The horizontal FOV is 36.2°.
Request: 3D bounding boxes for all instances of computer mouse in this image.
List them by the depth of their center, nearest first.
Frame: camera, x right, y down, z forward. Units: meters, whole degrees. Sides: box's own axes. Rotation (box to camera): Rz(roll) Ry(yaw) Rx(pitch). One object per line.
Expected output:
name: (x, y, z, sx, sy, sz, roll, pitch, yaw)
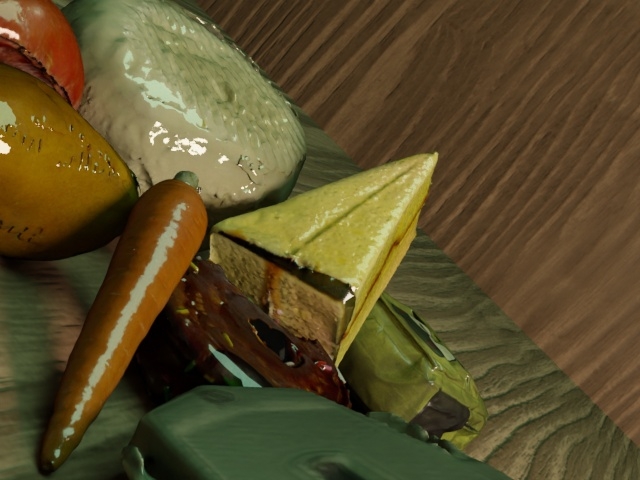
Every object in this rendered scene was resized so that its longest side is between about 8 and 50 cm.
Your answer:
computer mouse: (0.018, 0.217, 0.620, 0.228, 0.146, 0.429, 1, 11, -36)

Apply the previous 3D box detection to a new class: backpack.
backpack: (0.103, 0.172, 1.203, 0.207, 0.140, 0.253, 52, 9, 37)

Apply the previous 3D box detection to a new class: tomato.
tomato: (-0.322, -0.189, 0.886, 0.236, 0.095, 0.237, 9, -17, 3)

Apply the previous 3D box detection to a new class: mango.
mango: (-0.263, -0.068, 0.825, 0.248, 0.151, 0.156, 29, -16, -36)

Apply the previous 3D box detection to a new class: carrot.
carrot: (-0.152, 0.051, 0.787, 0.069, 0.069, 0.336, 38, 40, -20)

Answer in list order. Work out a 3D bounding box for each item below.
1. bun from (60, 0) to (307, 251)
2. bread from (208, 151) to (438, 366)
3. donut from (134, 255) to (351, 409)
bun: (-0.185, -0.127, 1.137, 0.359, 0.211, 0.360, 39, 19, -17)
bread: (0.003, -0.002, 1.088, 0.163, 0.168, 0.264, 24, 47, 12)
donut: (-0.074, 0.123, 0.902, 0.230, 0.096, 0.216, 36, 15, -25)
